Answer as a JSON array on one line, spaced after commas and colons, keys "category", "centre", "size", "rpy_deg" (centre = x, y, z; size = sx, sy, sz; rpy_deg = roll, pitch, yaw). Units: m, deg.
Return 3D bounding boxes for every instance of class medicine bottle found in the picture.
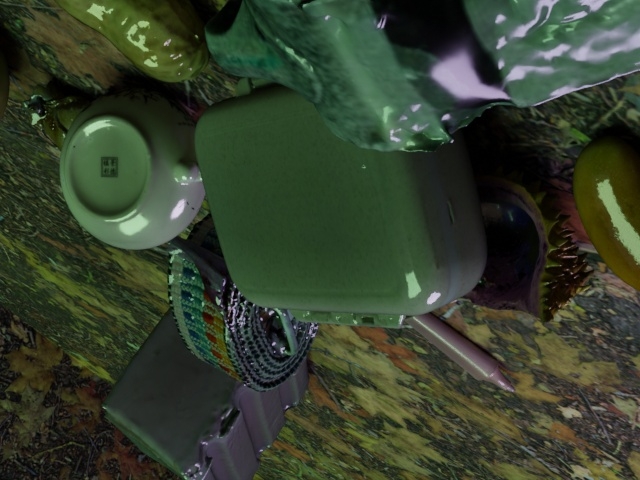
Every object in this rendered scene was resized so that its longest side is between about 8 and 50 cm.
[{"category": "medicine bottle", "centre": [0.010, -0.050, 1.193], "size": [0.375, 0.123, 0.282], "rpy_deg": [-1, 107, 57]}]

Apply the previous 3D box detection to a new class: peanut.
[{"category": "peanut", "centre": [-0.211, -0.256, 1.205], "size": [0.229, 0.098, 0.103], "rpy_deg": [37, 118, -16]}]

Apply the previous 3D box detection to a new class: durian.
[{"category": "durian", "centre": [0.190, 0.011, 1.207], "size": [0.260, 0.154, 0.186], "rpy_deg": [8, 171, 42]}]

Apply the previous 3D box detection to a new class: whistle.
[{"category": "whistle", "centre": [0.104, -0.173, 0.809], "size": [0.404, 0.188, 0.168], "rpy_deg": [15, 154, 37]}]

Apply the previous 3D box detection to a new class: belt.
[{"category": "belt", "centre": [-0.099, 0.090, 1.692], "size": [0.160, 0.207, 0.295], "rpy_deg": [24, 144, 31]}]

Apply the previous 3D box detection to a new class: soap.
[{"category": "soap", "centre": [-0.187, 0.281, 2.049], "size": [0.213, 0.350, 0.435], "rpy_deg": [26, 162, 13]}]

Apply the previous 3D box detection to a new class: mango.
[{"category": "mango", "centre": [0.291, -0.018, 1.051], "size": [0.184, 0.085, 0.102], "rpy_deg": [47, 155, -22]}]

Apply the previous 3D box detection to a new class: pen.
[{"category": "pen", "centre": [0.209, 0.163, 1.658], "size": [0.197, 0.032, 0.053], "rpy_deg": [38, 158, -10]}]

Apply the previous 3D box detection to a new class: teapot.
[{"category": "teapot", "centre": [-0.222, -0.090, 1.486], "size": [0.299, 0.208, 0.166], "rpy_deg": [5, 174, 14]}]

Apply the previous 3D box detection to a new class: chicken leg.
[{"category": "chicken leg", "centre": [-0.339, -0.167, 1.620], "size": [0.196, 0.080, 0.125], "rpy_deg": [14, 141, 38]}]

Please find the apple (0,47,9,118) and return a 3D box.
[{"category": "apple", "centre": [-0.594, -0.223, 1.602], "size": [0.292, 0.254, 0.292], "rpy_deg": [24, 155, 12]}]
